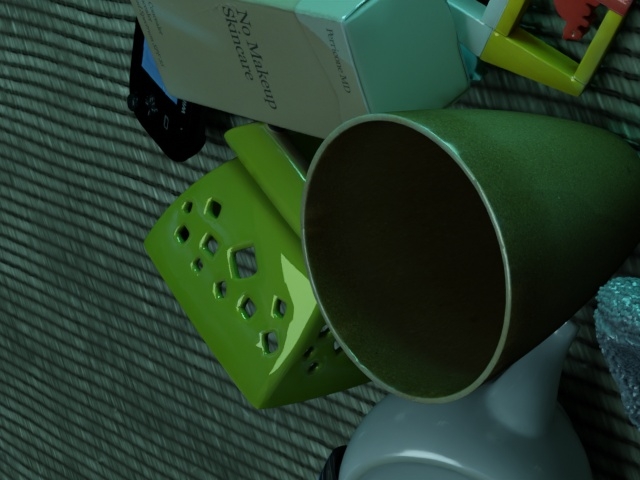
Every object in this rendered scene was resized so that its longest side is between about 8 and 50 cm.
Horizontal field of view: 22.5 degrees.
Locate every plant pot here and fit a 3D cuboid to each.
[{"bbox_3d":[0.154,-0.011,1.352,0.237,0.254,0.237,20,118,45],"label":"plant pot"},{"bbox_3d":[0.000,0.000,1.577,0.228,0.227,0.207,52,130,24],"label":"plant pot"}]

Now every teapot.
[{"bbox_3d":[0.149,0.209,1.510,0.256,0.187,0.252,-7,126,35],"label":"teapot"}]

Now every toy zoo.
[{"bbox_3d":[0.183,-0.250,1.355,0.192,0.030,0.293,33,131,12],"label":"toy zoo"}]

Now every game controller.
[{"bbox_3d":[-0.156,-0.249,1.766,0.166,0.067,0.319,-122,35,-51],"label":"game controller"}]

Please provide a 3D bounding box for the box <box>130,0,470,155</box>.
[{"bbox_3d":[-0.026,-0.193,1.472,0.311,0.121,0.148,18,138,46],"label":"box"}]

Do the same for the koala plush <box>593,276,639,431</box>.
[{"bbox_3d":[0.360,0.097,1.217,0.221,0.196,0.203,1,116,50],"label":"koala plush"}]

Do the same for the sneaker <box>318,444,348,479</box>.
[{"bbox_3d":[0.062,0.291,1.726,0.188,0.067,0.078,42,139,36],"label":"sneaker"}]
